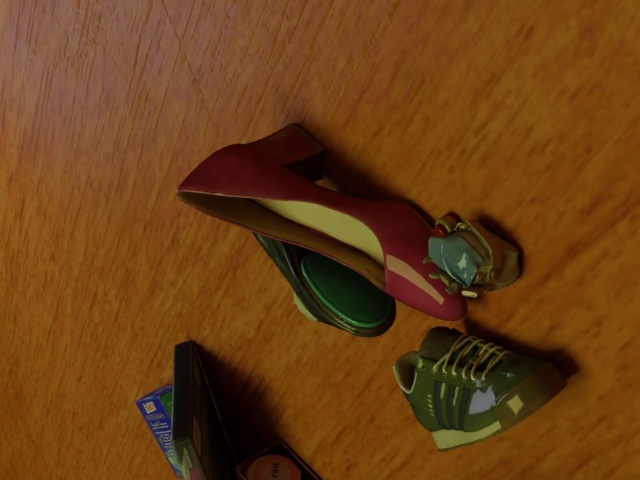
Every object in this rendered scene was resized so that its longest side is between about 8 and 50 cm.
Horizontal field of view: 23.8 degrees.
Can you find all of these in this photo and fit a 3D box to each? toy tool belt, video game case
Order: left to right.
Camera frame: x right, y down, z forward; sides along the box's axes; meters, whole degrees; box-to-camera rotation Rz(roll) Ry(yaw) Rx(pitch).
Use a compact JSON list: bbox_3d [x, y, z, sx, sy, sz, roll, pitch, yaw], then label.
[{"bbox_3d":[-0.109,0.270,1.635,0.196,0.026,0.274,-99,-6,-64],"label":"video game case"},{"bbox_3d":[0.098,0.011,1.074,0.083,0.051,0.052,34,144,43],"label":"toy tool belt"}]

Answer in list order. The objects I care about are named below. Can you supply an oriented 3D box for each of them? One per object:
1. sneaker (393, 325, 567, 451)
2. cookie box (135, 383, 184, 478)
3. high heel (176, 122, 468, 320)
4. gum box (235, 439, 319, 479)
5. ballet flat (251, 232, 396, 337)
[{"bbox_3d":[0.107,0.103,1.135,0.086,0.064,0.192,54,157,2],"label":"sneaker"},{"bbox_3d":[-0.163,0.222,1.773,0.107,0.040,0.092,62,154,-4],"label":"cookie box"},{"bbox_3d":[0.000,0.000,1.162,0.244,0.117,0.082,45,150,28],"label":"high heel"},{"bbox_3d":[-0.006,0.309,1.555,0.188,0.062,0.107,41,149,34],"label":"gum box"},{"bbox_3d":[-0.005,0.019,1.247,0.203,0.074,0.074,51,153,32],"label":"ballet flat"}]
